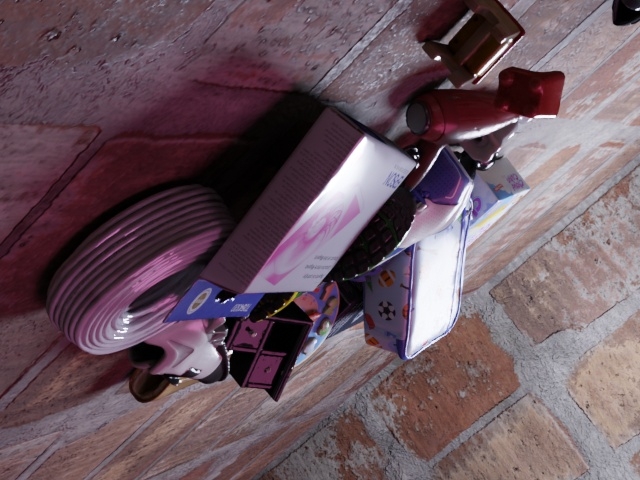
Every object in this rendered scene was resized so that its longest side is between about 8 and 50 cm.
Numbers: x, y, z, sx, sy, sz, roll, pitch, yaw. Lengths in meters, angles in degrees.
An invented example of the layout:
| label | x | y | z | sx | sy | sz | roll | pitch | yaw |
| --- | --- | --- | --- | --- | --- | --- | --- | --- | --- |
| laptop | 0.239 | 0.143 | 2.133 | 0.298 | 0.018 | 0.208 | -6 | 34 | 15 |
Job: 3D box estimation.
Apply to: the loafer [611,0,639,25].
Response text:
| label | x | y | z | sx | sy | sz | roll | pitch | yaw |
| --- | --- | --- | --- | --- | --- | --- | --- | --- | --- |
| loafer | 0.502 | -0.390 | 1.863 | 0.078 | 0.076 | 0.223 | -43 | 171 | -7 |

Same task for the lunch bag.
| label | x | y | z | sx | sy | sz | roll | pitch | yaw |
| --- | --- | --- | --- | --- | --- | --- | --- | --- | --- |
| lunch bag | 0.183 | 0.047 | 2.179 | 0.243 | 0.115 | 0.303 | -23 | 126 | -50 |

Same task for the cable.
| label | x | y | z | sx | sy | sz | roll | pitch | yaw |
| --- | --- | --- | --- | --- | --- | --- | --- | --- | --- |
| cable | -0.214 | 0.038 | 1.472 | 0.257 | 0.089 | 0.257 | -41 | 166 | 16 |

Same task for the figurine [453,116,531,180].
| label | x | y | z | sx | sy | sz | roll | pitch | yaw |
| --- | --- | --- | --- | --- | --- | --- | --- | --- | --- |
| figurine | 0.277 | -0.172 | 2.041 | 0.209 | 0.092 | 0.215 | -34 | 168 | -46 |

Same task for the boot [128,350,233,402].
| label | x | y | z | sx | sy | sz | roll | pitch | yaw |
| --- | --- | --- | --- | --- | --- | --- | --- | --- | --- |
| boot | -0.168 | 0.178 | 2.063 | 0.236 | 0.089 | 0.269 | -51 | 157 | 25 |

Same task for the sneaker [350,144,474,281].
| label | x | y | z | sx | sy | sz | roll | pitch | yaw |
| --- | --- | --- | --- | --- | --- | --- | --- | --- | --- |
| sneaker | 0.095 | -0.024 | 1.957 | 0.315 | 0.127 | 0.182 | -42 | 168 | 28 |

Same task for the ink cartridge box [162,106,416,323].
| label | x | y | z | sx | sy | sz | roll | pitch | yaw |
| --- | --- | --- | --- | --- | --- | --- | --- | --- | --- |
| ink cartridge box | -0.026 | -0.006 | 1.552 | 0.330 | 0.071 | 0.324 | -53 | 167 | 8 |

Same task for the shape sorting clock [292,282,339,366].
| label | x | y | z | sx | sy | sz | roll | pitch | yaw |
| --- | --- | --- | --- | --- | --- | --- | --- | --- | --- |
| shape sorting clock | -0.047 | 0.139 | 2.064 | 0.206 | 0.040 | 0.206 | -23 | 127 | -35 |

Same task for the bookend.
| label | x | y | z | sx | sy | sz | roll | pitch | yaw |
| --- | --- | --- | --- | --- | --- | --- | --- | --- | --- |
| bookend | -0.116 | 0.172 | 1.957 | 0.157 | 0.072 | 0.156 | 12 | 110 | -38 |

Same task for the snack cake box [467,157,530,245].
| label | x | y | z | sx | sy | sz | roll | pitch | yaw |
| --- | --- | --- | --- | --- | --- | --- | --- | --- | --- |
| snack cake box | 0.281 | -0.045 | 2.433 | 0.264 | 0.089 | 0.152 | -46 | 163 | 34 |

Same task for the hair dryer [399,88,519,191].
| label | x | y | z | sx | sy | sz | roll | pitch | yaw |
| --- | --- | --- | --- | --- | --- | --- | --- | --- | --- |
| hair dryer | 0.159 | -0.150 | 1.800 | 0.293 | 0.080 | 0.223 | -24 | 162 | 3 |

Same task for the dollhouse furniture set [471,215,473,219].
| label | x | y | z | sx | sy | sz | roll | pitch | yaw |
| --- | --- | --- | --- | --- | --- | --- | --- | --- | --- |
| dollhouse furniture set | 0.222 | -0.063 | 2.291 | 0.081 | 0.091 | 0.114 | -51 | 143 | -23 |

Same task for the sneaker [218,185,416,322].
| label | x | y | z | sx | sy | sz | roll | pitch | yaw |
| --- | --- | --- | --- | --- | --- | --- | --- | --- | --- |
| sneaker | 0.000 | 0.000 | 1.813 | 0.343 | 0.134 | 0.146 | -27 | -177 | 31 |

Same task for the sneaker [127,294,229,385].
| label | x | y | z | sx | sy | sz | roll | pitch | yaw |
| --- | --- | --- | --- | --- | --- | --- | --- | --- | --- |
| sneaker | -0.220 | 0.150 | 1.812 | 0.146 | 0.122 | 0.330 | -23 | 158 | -11 |

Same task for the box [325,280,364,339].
| label | x | y | z | sx | sy | sz | roll | pitch | yaw |
| --- | --- | --- | --- | --- | --- | --- | --- | --- | --- |
| box | 0.045 | 0.093 | 2.262 | 0.207 | 0.108 | 0.153 | -21 | 159 | -50 |

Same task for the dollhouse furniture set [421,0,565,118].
| label | x | y | z | sx | sy | sz | roll | pitch | yaw |
| --- | --- | --- | --- | --- | --- | --- | --- | --- | --- |
| dollhouse furniture set | 0.336 | -0.297 | 1.496 | 0.374 | 0.201 | 0.152 | -46 | 164 | 32 |
